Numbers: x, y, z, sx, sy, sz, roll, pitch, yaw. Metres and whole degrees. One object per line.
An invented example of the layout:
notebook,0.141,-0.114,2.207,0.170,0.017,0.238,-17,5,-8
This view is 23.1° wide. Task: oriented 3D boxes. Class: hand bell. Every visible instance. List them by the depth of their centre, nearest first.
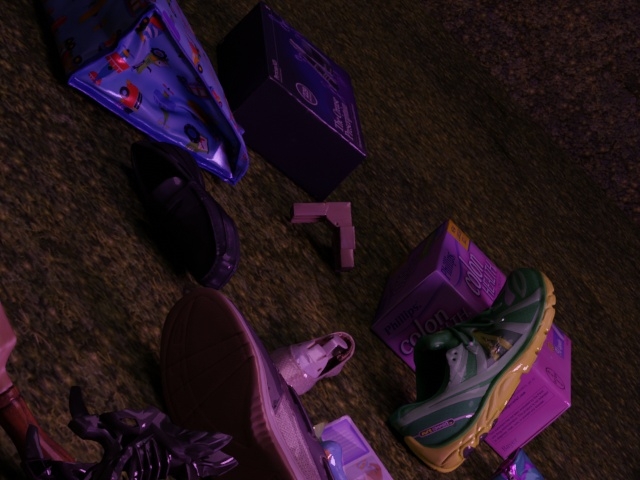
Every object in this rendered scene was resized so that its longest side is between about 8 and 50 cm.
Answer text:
hand bell,-0.231,0.125,1.166,0.242,0.126,0.126,58,18,-6

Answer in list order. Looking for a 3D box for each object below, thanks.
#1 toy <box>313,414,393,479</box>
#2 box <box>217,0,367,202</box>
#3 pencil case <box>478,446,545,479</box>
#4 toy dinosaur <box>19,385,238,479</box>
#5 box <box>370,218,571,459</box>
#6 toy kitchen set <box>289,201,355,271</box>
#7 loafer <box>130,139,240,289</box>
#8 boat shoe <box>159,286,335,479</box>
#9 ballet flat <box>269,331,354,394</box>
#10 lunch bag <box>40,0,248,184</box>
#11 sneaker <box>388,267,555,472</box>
toy,0.056,0.267,1.455,0.137,0.056,0.237,-20,63,-43
box,-0.043,-0.197,2.166,0.184,0.103,0.261,35,22,-23
pencil case,0.256,0.318,1.820,0.151,0.064,0.070,51,3,13
toy dinosaur,-0.157,0.222,1.020,0.322,0.164,0.218,53,40,-32
box,0.200,0.122,2.013,0.243,0.117,0.213,44,19,-6
toy kitchen set,0.000,0.000,1.980,0.068,0.075,0.083,127,-39,-73
loafer,-0.149,-0.030,1.654,0.078,0.076,0.223,23,25,-39
boat shoe,-0.057,0.173,1.406,0.092,0.103,0.285,25,31,-57
ballet flat,-0.009,0.123,1.666,0.057,0.052,0.168,50,20,8
lunch bag,-0.183,-0.210,1.883,0.293,0.138,0.221,42,15,-42
sneaker,0.178,0.128,1.809,0.123,0.109,0.295,35,56,1
